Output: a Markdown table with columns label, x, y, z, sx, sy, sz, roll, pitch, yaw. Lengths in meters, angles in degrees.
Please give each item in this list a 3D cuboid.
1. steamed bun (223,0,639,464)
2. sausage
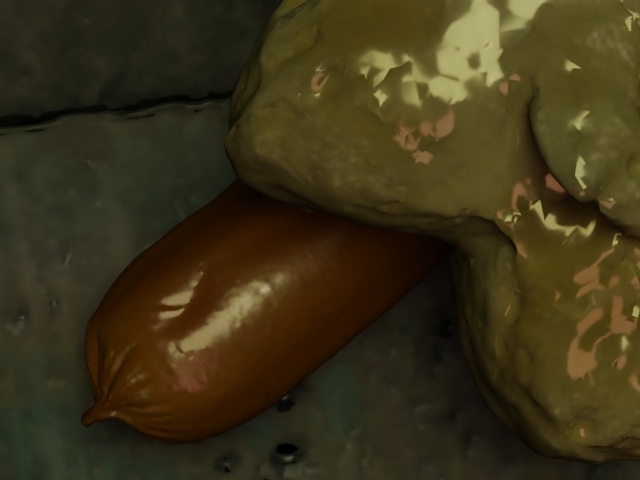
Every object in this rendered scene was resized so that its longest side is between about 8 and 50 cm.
| label | x | y | z | sx | sy | sz | roll | pitch | yaw |
| --- | --- | --- | --- | --- | --- | --- | --- | --- | --- |
| steamed bun | 0.113 | -0.075 | 0.558 | 0.292 | 0.137 | 0.295 | -7 | 76 | -25 |
| sausage | 0.000 | 0.000 | 0.587 | 0.183 | 0.054 | 0.062 | -37 | 108 | -20 |
